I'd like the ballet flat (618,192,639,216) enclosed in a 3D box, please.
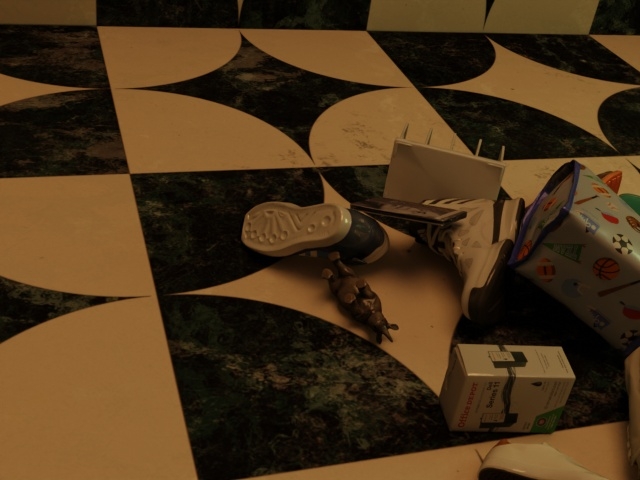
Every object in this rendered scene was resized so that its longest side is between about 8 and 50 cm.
[{"bbox_3d":[0.902,-0.052,2.248,0.247,0.083,0.087,29,14,26],"label":"ballet flat"}]

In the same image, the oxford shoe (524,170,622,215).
[{"bbox_3d":[0.678,-0.120,2.242,0.132,0.130,0.363,28,38,36],"label":"oxford shoe"}]

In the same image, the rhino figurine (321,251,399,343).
[{"bbox_3d":[0.087,0.130,1.759,0.073,0.106,0.243,-37,48,-5],"label":"rhino figurine"}]

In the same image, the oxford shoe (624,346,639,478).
[{"bbox_3d":[0.621,0.362,1.530,0.169,0.130,0.449,33,46,-16],"label":"oxford shoe"}]

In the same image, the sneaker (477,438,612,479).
[{"bbox_3d":[0.420,0.397,1.420,0.290,0.106,0.123,15,31,22],"label":"sneaker"}]

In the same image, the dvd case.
[{"bbox_3d":[0.199,-0.068,1.895,0.221,0.018,0.164,12,13,26],"label":"dvd case"}]

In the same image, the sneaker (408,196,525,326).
[{"bbox_3d":[0.313,0.038,1.936,0.257,0.169,0.447,5,31,19],"label":"sneaker"}]

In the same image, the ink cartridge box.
[{"bbox_3d":[0.339,0.274,1.558,0.208,0.153,0.087,2,36,-8],"label":"ink cartridge box"}]

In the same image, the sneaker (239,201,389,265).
[{"bbox_3d":[0.000,-0.001,1.939,0.322,0.130,0.236,-4,-20,39],"label":"sneaker"}]

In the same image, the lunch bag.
[{"bbox_3d":[0.612,0.014,1.849,0.328,0.239,0.385,38,35,-1],"label":"lunch bag"}]

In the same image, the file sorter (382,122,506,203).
[{"bbox_3d":[0.322,-0.171,2.175,0.277,0.193,0.173,15,31,8],"label":"file sorter"}]
